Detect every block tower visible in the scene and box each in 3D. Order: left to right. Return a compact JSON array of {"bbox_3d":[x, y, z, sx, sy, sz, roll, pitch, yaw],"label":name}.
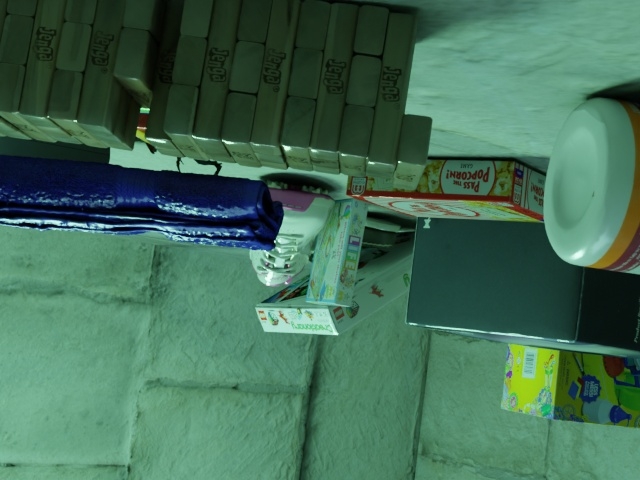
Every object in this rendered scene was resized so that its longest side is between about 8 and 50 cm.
[{"bbox_3d":[-0.099,-0.102,0.653,0.336,0.097,0.091,9,176,3],"label":"block tower"}]

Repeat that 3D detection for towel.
[{"bbox_3d":[-0.199,-0.031,1.173,0.308,0.076,0.227,6,174,5],"label":"towel"}]

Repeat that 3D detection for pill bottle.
[{"bbox_3d":[0.285,-0.029,0.775,0.221,0.121,0.121,7,176,-11],"label":"pill bottle"}]

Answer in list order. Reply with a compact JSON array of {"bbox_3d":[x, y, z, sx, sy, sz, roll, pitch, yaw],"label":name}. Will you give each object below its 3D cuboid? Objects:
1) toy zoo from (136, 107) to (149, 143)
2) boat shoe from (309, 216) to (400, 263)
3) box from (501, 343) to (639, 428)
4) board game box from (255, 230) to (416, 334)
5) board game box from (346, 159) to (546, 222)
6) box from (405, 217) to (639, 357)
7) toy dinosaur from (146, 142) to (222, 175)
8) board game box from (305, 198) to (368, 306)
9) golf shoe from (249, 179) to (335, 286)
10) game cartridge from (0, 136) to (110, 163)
[{"bbox_3d":[-0.088,-0.107,0.953,0.193,0.030,0.293,6,175,11],"label":"toy zoo"},{"bbox_3d":[0.003,0.001,1.783,0.305,0.091,0.109,3,174,41],"label":"boat shoe"},{"bbox_3d":[0.479,0.160,1.797,0.279,0.289,0.177,8,175,-18],"label":"box"},{"bbox_3d":[0.067,0.064,1.762,0.305,0.053,0.193,-29,-164,-35],"label":"board game box"},{"bbox_3d":[0.148,-0.054,1.156,0.194,0.045,0.147,4,175,35],"label":"board game box"},{"bbox_3d":[0.328,0.063,1.517,0.294,0.182,0.296,13,173,-41],"label":"box"},{"bbox_3d":[-0.141,-0.096,1.133,0.082,0.047,0.090,25,-173,4],"label":"toy dinosaur"},{"bbox_3d":[0.024,0.018,1.571,0.026,0.154,0.103,13,174,-24],"label":"board game box"},{"bbox_3d":[-0.046,-0.006,1.501,0.115,0.140,0.306,9,174,0],"label":"golf shoe"},{"bbox_3d":[-0.383,-0.107,1.294,0.196,0.060,0.294,5,176,-25],"label":"game cartridge"}]
